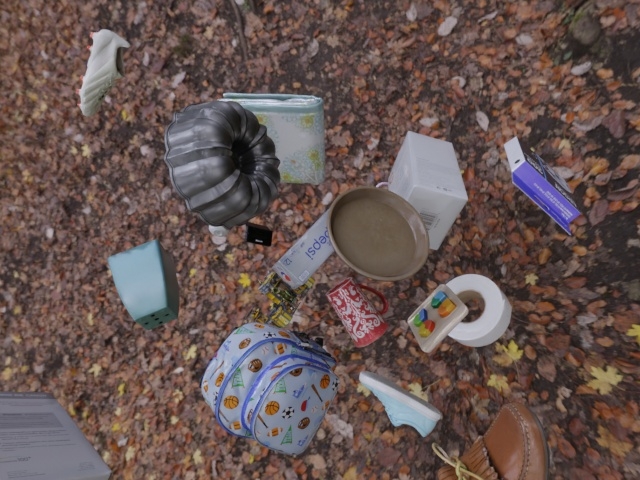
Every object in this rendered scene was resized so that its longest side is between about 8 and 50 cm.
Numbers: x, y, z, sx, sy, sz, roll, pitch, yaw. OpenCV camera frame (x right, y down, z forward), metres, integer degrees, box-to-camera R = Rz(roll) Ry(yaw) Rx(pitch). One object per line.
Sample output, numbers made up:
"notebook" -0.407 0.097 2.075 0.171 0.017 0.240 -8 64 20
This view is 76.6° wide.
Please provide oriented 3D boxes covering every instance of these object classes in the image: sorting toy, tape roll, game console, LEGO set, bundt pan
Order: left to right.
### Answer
"bundt pan" -0.215 -0.200 1.014 0.124 0.331 0.331 -13 76 30
"game console" -0.279 -0.029 1.779 0.071 0.122 0.107 -18 64 57
"LEGO set" -0.195 0.235 1.763 0.192 0.255 0.331 41 56 -8
"sorting toy" 0.371 0.244 1.325 0.038 0.208 0.193 39 100 -12
"tape roll" 0.623 0.285 1.666 0.286 0.100 0.286 -25 47 30

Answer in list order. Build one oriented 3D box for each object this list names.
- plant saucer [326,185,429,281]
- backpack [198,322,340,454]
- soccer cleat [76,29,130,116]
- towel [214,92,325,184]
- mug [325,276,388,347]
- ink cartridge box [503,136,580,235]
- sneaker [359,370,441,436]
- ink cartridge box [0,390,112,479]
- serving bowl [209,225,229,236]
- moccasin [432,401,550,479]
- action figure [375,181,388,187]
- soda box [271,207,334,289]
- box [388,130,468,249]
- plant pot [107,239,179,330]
"plant saucer" 0.146 -0.017 1.040 0.277 0.041 0.278 7 60 -12
"backpack" -0.111 0.315 0.878 0.213 0.263 0.276 9 70 58
"soccer cleat" -0.472 -0.352 0.881 0.196 0.076 0.068 -60 21 25
"towel" -0.170 -0.355 1.440 0.374 0.320 0.090 5 46 7
"mug" 0.105 0.190 1.150 0.113 0.150 0.169 -33 94 33
"ink cartridge box" 0.546 -0.141 0.997 0.206 0.208 0.045 37 130 -12
"sneaker" 0.307 0.687 1.686 0.366 0.135 0.150 28 88 14
"ink cartridge box" -0.517 0.327 0.571 0.272 0.309 0.130 17 81 39
"serving bowl" -0.405 -0.040 1.617 0.083 0.083 0.027 -12 48 19
"moccasin" 0.263 0.440 0.709 0.147 0.139 0.380 17 115 -7
"action figure" 0.178 -0.075 1.801 0.370 0.248 0.276 -43 36 37
"soda box" 0.000 0.000 1.117 0.091 0.098 0.286 45 67 -3
"box" 0.338 -0.173 1.346 0.168 0.215 0.345 14 42 -4
"plant pot" -0.556 0.156 1.323 0.165 0.165 0.234 -23 61 -11
